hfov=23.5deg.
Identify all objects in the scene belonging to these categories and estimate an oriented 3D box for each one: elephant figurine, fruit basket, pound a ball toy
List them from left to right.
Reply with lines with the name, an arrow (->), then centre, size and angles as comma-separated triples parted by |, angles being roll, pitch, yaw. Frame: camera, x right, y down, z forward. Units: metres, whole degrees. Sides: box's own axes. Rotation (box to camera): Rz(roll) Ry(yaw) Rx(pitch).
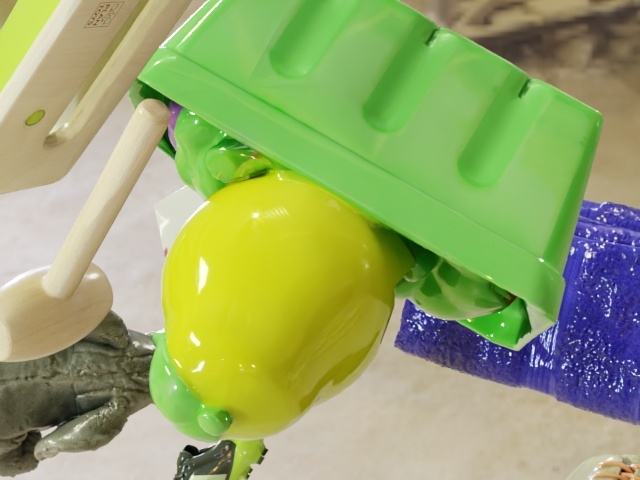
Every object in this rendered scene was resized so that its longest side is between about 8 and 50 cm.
elephant figurine -> -0.211, 0.115, 1.348 | 0.239, 0.169, 0.186 | -7, 35, 21
pound a ball toy -> -0.109, -0.116, 0.794 | 0.208, 0.319, 0.135 | 49, 33, 14
fruit basket -> 0.000, 0.000, 1.178 | 0.392, 0.392, 0.283 | -5, -10, -2

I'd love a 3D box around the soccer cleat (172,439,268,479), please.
soccer cleat -> -0.126, 0.253, 1.556 | 0.072, 0.179, 0.060 | 36, 7, 0

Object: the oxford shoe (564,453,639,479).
oxford shoe -> 0.229, 0.249, 1.322 | 0.140, 0.147, 0.397 | 23, 3, 15

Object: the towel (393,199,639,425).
towel -> 0.238, 0.056, 1.669 | 0.308, 0.228, 0.076 | 15, 7, 25

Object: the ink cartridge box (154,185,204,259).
ink cartridge box -> -0.066, 0.016, 1.617 | 0.127, 0.176, 0.128 | -29, 57, 20
